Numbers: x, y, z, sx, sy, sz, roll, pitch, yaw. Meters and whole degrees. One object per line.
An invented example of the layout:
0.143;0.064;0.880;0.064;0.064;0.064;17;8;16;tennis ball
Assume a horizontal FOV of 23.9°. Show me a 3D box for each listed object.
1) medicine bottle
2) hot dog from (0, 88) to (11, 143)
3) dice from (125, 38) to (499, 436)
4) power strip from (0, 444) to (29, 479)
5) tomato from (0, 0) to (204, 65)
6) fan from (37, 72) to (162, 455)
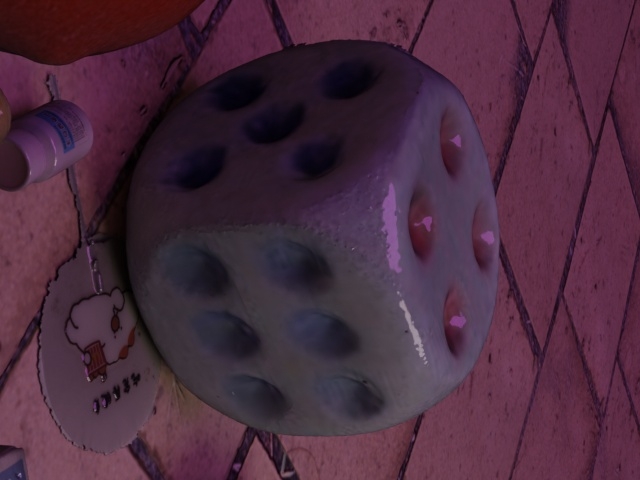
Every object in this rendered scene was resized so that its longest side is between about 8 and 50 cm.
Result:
-0.217;-0.072;1.162;0.089;0.052;0.052;-43;126;-57;medicine bottle
-0.293;-0.117;0.975;0.242;0.084;0.073;26;61;-61;hot dog
0.000;0.000;1.360;0.262;0.264;0.268;-67;146;-44;dice
-0.239;0.245;1.113;0.081;0.035;0.192;-31;115;-61;power strip
-0.176;-0.267;0.972;0.321;0.321;0.322;-2;90;-64;tomato
-0.189;0.021;1.262;0.191;0.009;0.329;-33;118;-61;fan
